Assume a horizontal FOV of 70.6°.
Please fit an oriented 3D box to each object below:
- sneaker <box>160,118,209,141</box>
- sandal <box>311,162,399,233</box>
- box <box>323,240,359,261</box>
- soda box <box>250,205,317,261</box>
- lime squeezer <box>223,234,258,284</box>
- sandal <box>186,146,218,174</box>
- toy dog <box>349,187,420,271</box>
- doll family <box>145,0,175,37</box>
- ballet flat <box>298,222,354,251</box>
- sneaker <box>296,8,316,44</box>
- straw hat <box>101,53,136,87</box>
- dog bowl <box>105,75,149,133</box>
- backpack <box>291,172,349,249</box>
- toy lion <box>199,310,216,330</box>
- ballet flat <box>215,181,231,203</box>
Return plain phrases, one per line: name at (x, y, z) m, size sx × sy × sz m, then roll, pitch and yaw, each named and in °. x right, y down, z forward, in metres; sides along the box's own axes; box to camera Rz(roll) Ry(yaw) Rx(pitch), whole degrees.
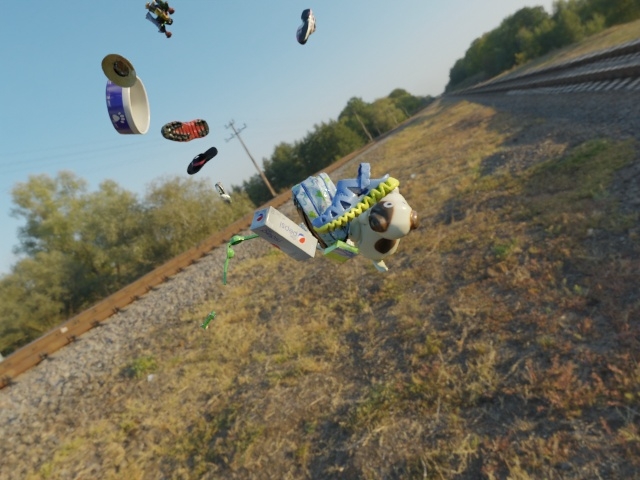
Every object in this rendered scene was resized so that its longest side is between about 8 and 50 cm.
sneaker at (-0.650, -0.504, 2.108) m, size 0.135 × 0.097 × 0.276 m, roll -6°, pitch 14°, yaw 30°
sandal at (0.095, -0.140, 1.470) m, size 0.318 × 0.138 × 0.126 m, roll -37°, pitch -2°, yaw -14°
box at (0.096, 0.050, 2.049) m, size 0.178 × 0.109 × 0.042 m, roll 146°, pitch 141°, yaw -64°
soda box at (-0.145, -0.021, 1.838) m, size 0.098 × 0.286 × 0.091 m, roll -15°, pitch 52°, yaw 38°
lime squeezer at (-0.376, 0.051, 2.022) m, size 0.310 × 0.110 × 0.059 m, roll -54°, pitch 14°, yaw -24°
sandal at (-0.553, -0.373, 2.081) m, size 0.179 × 0.067 × 0.040 m, roll -38°, pitch -21°, yaw 7°
toy dog at (0.278, -0.074, 2.090) m, size 0.285 × 0.394 × 0.408 m, roll 6°, pitch -17°, yaw -11°
doll family at (-0.598, -0.840, 1.701) m, size 0.076 × 0.111 × 0.193 m, roll -56°, pitch 19°, yaw -5°
ballet flat at (0.000, 0.000, 2.520) m, size 0.409 × 0.146 × 0.147 m, roll 19°, pitch 36°, yaw 31°
sneaker at (-0.054, -0.989, 2.113) m, size 0.072 × 0.178 × 0.077 m, roll 6°, pitch -14°, yaw 38°
straw hat at (-0.757, -0.664, 1.733) m, size 0.145 × 0.144 × 0.061 m, roll -22°, pitch 40°, yaw 35°
dog bowl at (-0.883, -0.622, 2.083) m, size 0.105 × 0.264 × 0.265 m, roll -3°, pitch 8°, yaw -2°
backpack at (0.002, -0.145, 2.110) m, size 0.273 × 0.356 × 0.290 m, roll -36°, pitch 47°, yaw 16°
toy lion at (-0.519, 0.364, 2.083) m, size 0.100 × 0.034 × 0.096 m, roll -51°, pitch 14°, yaw 5°
ballet flat at (-0.459, -0.218, 2.109) m, size 0.041 × 0.114 × 0.041 m, roll -30°, pitch 2°, yaw 1°
